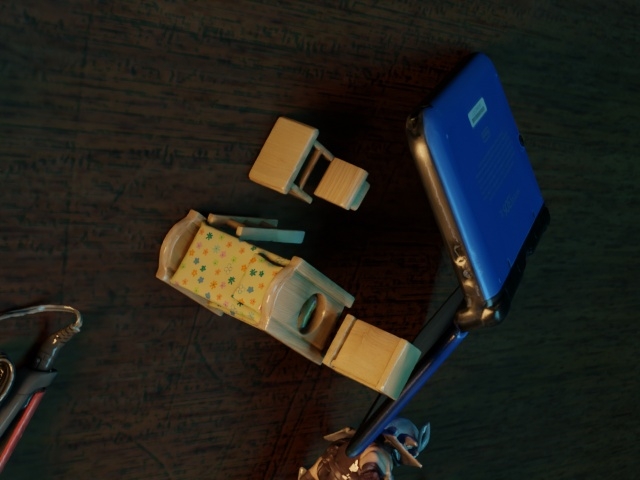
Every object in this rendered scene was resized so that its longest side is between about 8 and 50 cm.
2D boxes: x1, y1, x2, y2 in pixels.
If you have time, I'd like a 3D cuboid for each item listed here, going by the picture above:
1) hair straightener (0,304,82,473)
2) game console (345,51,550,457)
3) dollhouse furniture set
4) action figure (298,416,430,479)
[{"bbox_3d":[-0.230,0.135,1.069,0.230,0.047,0.089,-58,146,-15],"label":"hair straightener"},{"bbox_3d":[0.085,0.003,1.377,0.250,0.173,0.293,69,19,-10],"label":"game console"},{"bbox_3d":[0.000,0.000,1.197,0.161,0.182,0.101,-63,147,-7],"label":"dollhouse furniture set"},{"bbox_3d":[-0.009,0.244,1.377,0.285,0.099,0.185,-39,177,-21],"label":"action figure"}]
